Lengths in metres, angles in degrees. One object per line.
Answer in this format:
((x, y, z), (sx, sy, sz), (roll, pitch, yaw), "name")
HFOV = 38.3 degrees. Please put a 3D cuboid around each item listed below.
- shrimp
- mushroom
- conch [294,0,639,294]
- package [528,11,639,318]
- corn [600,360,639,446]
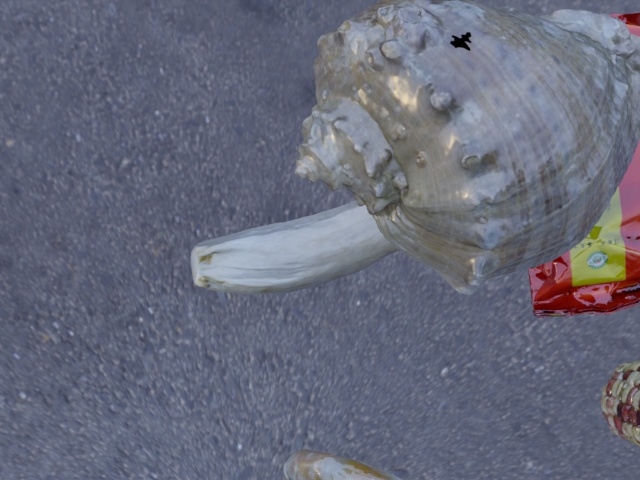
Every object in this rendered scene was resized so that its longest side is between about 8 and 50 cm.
((0.111, 0.401, 1.285), (0.221, 0.445, 0.110), (1, 55, 37), "shrimp")
((0.000, 0.000, 1.220), (0.351, 0.122, 0.095), (-16, 61, 0), "mushroom")
((0.151, -0.106, 0.858), (0.352, 0.210, 0.297), (-23, 92, 10), "conch")
((0.375, -0.107, 1.306), (0.196, 0.123, 0.423), (-5, 86, 11), "package")
((0.336, 0.142, 0.751), (0.098, 0.290, 0.098), (0, 89, -25), "corn")
